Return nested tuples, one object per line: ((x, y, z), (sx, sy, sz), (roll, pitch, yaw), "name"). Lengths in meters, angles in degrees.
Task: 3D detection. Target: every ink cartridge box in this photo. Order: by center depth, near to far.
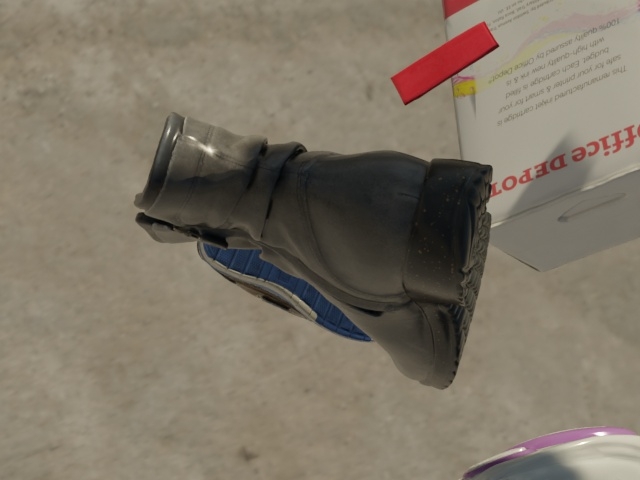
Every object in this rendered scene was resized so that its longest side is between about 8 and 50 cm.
((0.242, -0.154, 1.463), (0.131, 0.226, 0.306), (26, 51, -46), "ink cartridge box")

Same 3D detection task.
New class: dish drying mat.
((0.094, -0.134, 1.200), (0.008, 0.083, 0.032), (45, 17, -51), "dish drying mat")

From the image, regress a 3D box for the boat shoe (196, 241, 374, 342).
((-0.019, 0.030, 1.354), (0.183, 0.066, 0.066), (30, 77, -10), "boat shoe")

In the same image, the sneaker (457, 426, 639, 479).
((0.228, 0.223, 1.159), (0.305, 0.114, 0.152), (15, 60, -33), "sneaker")

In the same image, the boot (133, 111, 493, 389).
((0.000, 0.000, 1.096), (0.222, 0.338, 0.118), (12, 69, 8), "boot")
